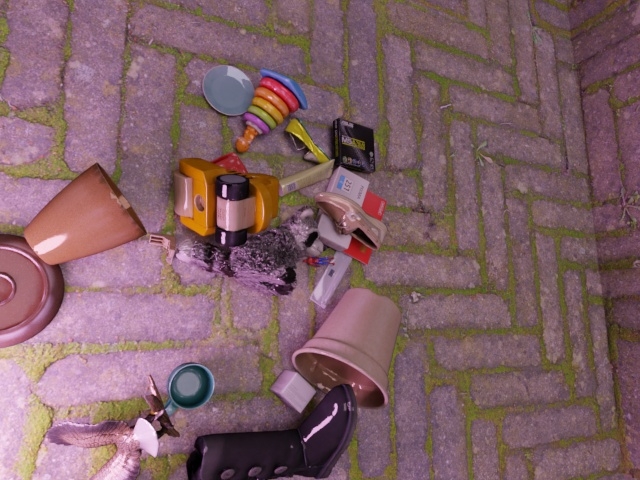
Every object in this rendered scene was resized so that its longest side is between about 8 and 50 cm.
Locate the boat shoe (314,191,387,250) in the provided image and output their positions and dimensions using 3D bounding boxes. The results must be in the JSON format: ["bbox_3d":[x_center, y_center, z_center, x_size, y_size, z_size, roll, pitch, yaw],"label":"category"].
[{"bbox_3d":[0.103,-0.067,1.595,0.302,0.109,0.098,31,65,-21],"label":"boat shoe"}]

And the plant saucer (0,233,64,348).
[{"bbox_3d":[-0.860,0.131,1.199,0.311,0.050,0.310,5,78,-26],"label":"plant saucer"}]

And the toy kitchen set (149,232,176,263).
[{"bbox_3d":[-0.491,0.030,1.391,0.075,0.083,0.068,11,117,-24],"label":"toy kitchen set"}]

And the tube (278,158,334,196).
[{"bbox_3d":[-0.052,-0.229,1.652,0.240,0.070,0.062,-25,102,-24],"label":"tube"}]

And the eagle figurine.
[{"bbox_3d":[-0.539,0.546,1.192,0.298,0.226,0.225,-26,132,-21],"label":"eagle figurine"}]

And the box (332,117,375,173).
[{"bbox_3d":[0.133,-0.367,1.763,0.191,0.045,0.184,7,79,-39],"label":"box"}]

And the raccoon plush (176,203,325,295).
[{"bbox_3d":[-0.201,-0.016,1.474,0.446,0.216,0.299,25,63,-20],"label":"raccoon plush"}]

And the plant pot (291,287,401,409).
[{"bbox_3d":[0.121,0.341,1.517,0.334,0.334,0.305,41,54,-14],"label":"plant pot"}]

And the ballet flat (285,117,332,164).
[{"bbox_3d":[-0.047,-0.347,1.676,0.077,0.077,0.231,-42,113,-3],"label":"ballet flat"}]

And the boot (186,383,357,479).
[{"bbox_3d":[-0.142,0.585,1.341,0.445,0.146,0.367,9,110,-23],"label":"boot"}]

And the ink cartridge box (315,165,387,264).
[{"bbox_3d":[0.126,-0.093,1.708,0.261,0.066,0.296,26,68,-17],"label":"ink cartridge box"}]

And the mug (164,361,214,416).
[{"bbox_3d":[-0.402,0.432,1.339,0.158,0.097,0.129,-12,86,-27],"label":"mug"}]

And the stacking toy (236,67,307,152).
[{"bbox_3d":[-0.203,-0.433,1.586,0.302,0.166,0.175,-56,149,-6],"label":"stacking toy"}]

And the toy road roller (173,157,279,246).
[{"bbox_3d":[-0.276,-0.131,1.395,0.241,0.329,0.202,-21,126,-47],"label":"toy road roller"}]

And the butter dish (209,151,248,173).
[{"bbox_3d":[-0.300,-0.214,1.499,0.160,0.118,0.160,-33,95,-27],"label":"butter dish"}]

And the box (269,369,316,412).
[{"bbox_3d":[-0.091,0.491,1.479,0.102,0.101,0.087,47,64,-13],"label":"box"}]

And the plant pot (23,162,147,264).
[{"bbox_3d":[-0.660,-0.048,1.251,0.254,0.237,0.237,-35,97,-12],"label":"plant pot"}]

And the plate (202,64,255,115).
[{"bbox_3d":[-0.325,-0.529,1.599,0.188,0.024,0.188,5,79,-25],"label":"plate"}]

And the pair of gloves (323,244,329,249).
[{"bbox_3d":[0.000,0.000,1.667,0.074,0.010,0.083,-37,98,-27],"label":"pair of gloves"}]

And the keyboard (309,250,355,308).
[{"bbox_3d":[0.047,0.126,1.668,0.072,0.014,0.256,35,67,-11],"label":"keyboard"}]

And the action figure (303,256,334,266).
[{"bbox_3d":[-0.007,0.076,1.640,0.115,0.030,0.038,3,73,-21],"label":"action figure"}]
